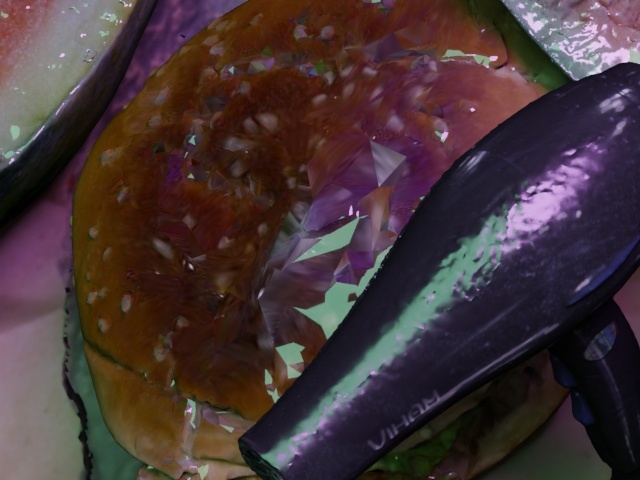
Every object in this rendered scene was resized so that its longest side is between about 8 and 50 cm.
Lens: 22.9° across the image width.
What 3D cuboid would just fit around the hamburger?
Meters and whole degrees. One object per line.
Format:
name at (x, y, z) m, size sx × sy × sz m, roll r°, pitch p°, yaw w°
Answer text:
hamburger at (0.000, 0.000, 0.698) m, size 0.243 × 0.146 × 0.286 m, roll 19°, pitch 77°, yaw 34°

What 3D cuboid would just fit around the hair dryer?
hair dryer at (0.082, 0.062, 0.588) m, size 0.195 × 0.219 × 0.075 m, roll -44°, pitch 44°, yaw -14°

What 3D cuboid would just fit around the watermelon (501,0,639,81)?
watermelon at (0.138, -0.090, 0.652) m, size 0.080 × 0.155 × 0.101 m, roll -33°, pitch 68°, yaw 22°

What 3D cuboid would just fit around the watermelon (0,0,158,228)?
watermelon at (-0.218, -0.086, 0.788) m, size 0.231 × 0.193 × 0.310 m, roll 31°, pitch 81°, yaw 29°
